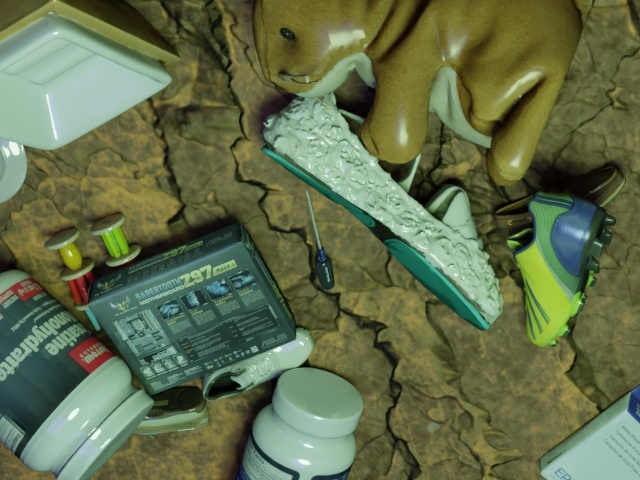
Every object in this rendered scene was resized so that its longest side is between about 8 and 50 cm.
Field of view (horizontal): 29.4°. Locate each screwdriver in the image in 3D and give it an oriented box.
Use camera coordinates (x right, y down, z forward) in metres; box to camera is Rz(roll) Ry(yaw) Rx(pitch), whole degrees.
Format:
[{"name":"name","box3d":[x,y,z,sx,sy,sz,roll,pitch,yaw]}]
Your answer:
[{"name":"screwdriver","box3d":[0.000,0.000,1.633,0.025,0.024,0.170,1,131,10]}]

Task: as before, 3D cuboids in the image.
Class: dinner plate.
[{"name":"dinner plate","box3d":[-0.470,-0.110,1.661,0.141,0.017,0.141,2,113,5]}]

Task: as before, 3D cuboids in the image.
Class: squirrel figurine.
[{"name":"squirrel figurine","box3d":[0.121,-0.283,1.420,0.370,0.281,0.397,22,101,7]}]

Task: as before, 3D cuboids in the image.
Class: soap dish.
[{"name":"soap dish","box3d":[-0.335,-0.219,1.463,0.229,0.291,0.118,-26,77,17]}]

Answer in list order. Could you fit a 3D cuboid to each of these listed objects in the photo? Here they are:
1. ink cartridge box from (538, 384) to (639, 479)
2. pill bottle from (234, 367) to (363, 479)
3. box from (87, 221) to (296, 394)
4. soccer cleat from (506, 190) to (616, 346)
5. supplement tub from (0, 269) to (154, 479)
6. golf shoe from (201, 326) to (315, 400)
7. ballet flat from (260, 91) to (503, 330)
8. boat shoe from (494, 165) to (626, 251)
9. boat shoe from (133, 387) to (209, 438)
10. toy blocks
[{"name":"ink cartridge box","box3d":[0.468,0.329,1.741,0.223,0.045,0.224,42,111,-12]},{"name":"pill bottle","box3d":[-0.036,0.322,1.734,0.153,0.153,0.265,18,115,-2]},{"name":"box","box3d":[-0.173,0.096,1.670,0.232,0.059,0.183,-23,123,9]},{"name":"soccer cleat","box3d":[0.294,0.035,1.570,0.121,0.093,0.289,24,148,14]},{"name":"supplement tub","box3d":[-0.382,0.190,1.660,0.272,0.191,0.191,41,113,4]},{"name":"golf shoe","box3d":[-0.088,0.182,1.714,0.176,0.086,0.069,-26,107,15]},{"name":"ballet flat","box3d":[0.108,-0.050,1.568,0.409,0.147,0.147,40,112,-12]},{"name":"boat shoe","box3d":[0.307,-0.049,1.577,0.178,0.064,0.060,-29,110,20]},{"name":"boat shoe","box3d":[-0.257,0.262,1.783,0.190,0.068,0.072,-2,130,8]},{"name":"toy blocks","box3d":[-0.297,0.048,1.693,0.123,0.054,0.148,-17,113,11]}]
